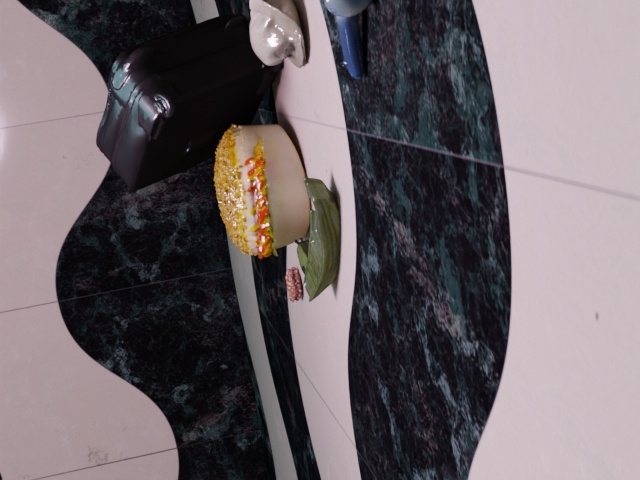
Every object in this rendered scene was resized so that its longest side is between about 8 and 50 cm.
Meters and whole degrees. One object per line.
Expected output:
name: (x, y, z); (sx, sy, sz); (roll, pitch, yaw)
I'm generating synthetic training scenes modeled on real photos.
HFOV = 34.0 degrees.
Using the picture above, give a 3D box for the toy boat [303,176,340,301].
toy boat: (0.000, 0.000, 1.910); (0.293, 0.055, 0.093); (92, 163, -48)

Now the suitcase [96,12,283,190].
suitcase: (-0.275, -0.278, 2.147); (0.188, 0.345, 0.339); (47, 142, 15)

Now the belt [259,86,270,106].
belt: (-0.169, -0.371, 2.369); (0.190, 0.082, 0.142); (-126, 33, -64)

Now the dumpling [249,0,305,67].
dumpling: (-0.073, -0.366, 1.865); (0.150, 0.092, 0.176); (58, 155, 28)

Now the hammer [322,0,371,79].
hammer: (0.036, -0.298, 1.412); (0.116, 0.069, 0.194); (-112, 7, -46)

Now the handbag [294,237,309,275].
handbag: (-0.019, 0.039, 2.074); (0.072, 0.047, 0.111); (93, 161, -50)

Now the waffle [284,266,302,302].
waffle: (-0.061, 0.102, 2.421); (0.083, 0.029, 0.075); (101, 154, -56)

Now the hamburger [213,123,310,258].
hamburger: (-0.132, -0.106, 2.167); (0.294, 0.179, 0.276); (-126, 26, -66)
